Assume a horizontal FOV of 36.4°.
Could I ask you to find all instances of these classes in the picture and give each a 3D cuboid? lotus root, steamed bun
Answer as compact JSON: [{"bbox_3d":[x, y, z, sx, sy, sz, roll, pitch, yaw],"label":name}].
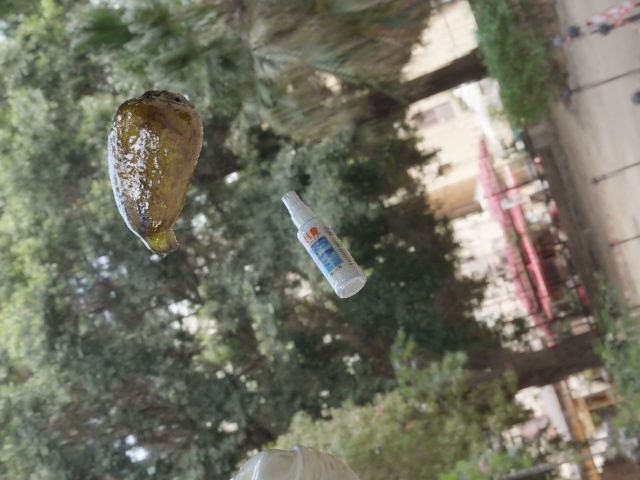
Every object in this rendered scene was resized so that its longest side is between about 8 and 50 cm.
[{"bbox_3d":[-0.186,-0.073,1.088,0.094,0.108,0.190,0,-83,-52],"label":"lotus root"},{"bbox_3d":[-0.028,0.316,1.061,0.106,0.183,0.182,-105,-10,-66],"label":"steamed bun"}]

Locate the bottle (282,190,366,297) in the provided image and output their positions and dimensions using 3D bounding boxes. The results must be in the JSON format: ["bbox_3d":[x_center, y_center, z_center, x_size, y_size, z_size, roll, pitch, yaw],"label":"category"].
[{"bbox_3d":[0.000,0.000,1.658,0.217,0.060,0.060,56,-174,28],"label":"bottle"}]
